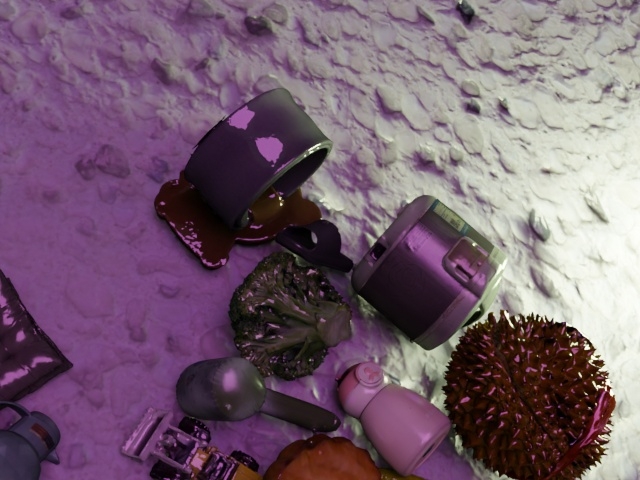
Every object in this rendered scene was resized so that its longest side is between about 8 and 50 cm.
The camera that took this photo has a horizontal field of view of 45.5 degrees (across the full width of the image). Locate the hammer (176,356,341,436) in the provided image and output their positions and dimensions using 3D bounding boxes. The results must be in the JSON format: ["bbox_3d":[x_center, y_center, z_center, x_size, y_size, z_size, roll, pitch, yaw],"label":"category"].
[{"bbox_3d":[-0.103,0.323,1.487,0.336,0.206,0.118,26,68,-26],"label":"hammer"}]

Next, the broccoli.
[{"bbox_3d":[-0.055,0.153,1.536,0.261,0.242,0.269,-36,126,-33],"label":"broccoli"}]

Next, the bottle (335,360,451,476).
[{"bbox_3d":[0.131,0.341,1.534,0.147,0.147,0.236,-37,65,-28],"label":"bottle"}]

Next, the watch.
[{"bbox_3d":[-0.147,-0.136,1.573,0.335,0.327,0.314,-37,82,-27],"label":"watch"}]

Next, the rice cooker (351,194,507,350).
[{"bbox_3d":[0.238,0.070,1.629,0.277,0.288,0.288,39,61,6],"label":"rice cooker"}]

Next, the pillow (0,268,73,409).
[{"bbox_3d":[-0.655,0.225,1.381,0.326,0.101,0.228,-34,81,-25],"label":"pillow"}]

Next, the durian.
[{"bbox_3d":[0.421,0.318,1.542,0.348,0.348,0.384,-26,93,-26],"label":"durian"}]

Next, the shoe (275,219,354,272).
[{"bbox_3d":[0.000,0.000,1.624,0.108,0.241,0.093,31,95,34],"label":"shoe"}]

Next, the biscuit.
[{"bbox_3d":[-0.009,0.521,1.402,0.326,0.107,0.325,7,80,-42],"label":"biscuit"}]

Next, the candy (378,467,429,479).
[{"bbox_3d":[0.190,0.516,1.525,0.210,0.096,0.096,26,61,2],"label":"candy"}]

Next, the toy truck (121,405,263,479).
[{"bbox_3d":[-0.224,0.416,1.424,0.286,0.111,0.136,32,60,-2],"label":"toy truck"}]

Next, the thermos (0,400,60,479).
[{"bbox_3d":[-0.567,0.390,1.278,0.182,0.145,0.286,64,33,-18],"label":"thermos"}]
